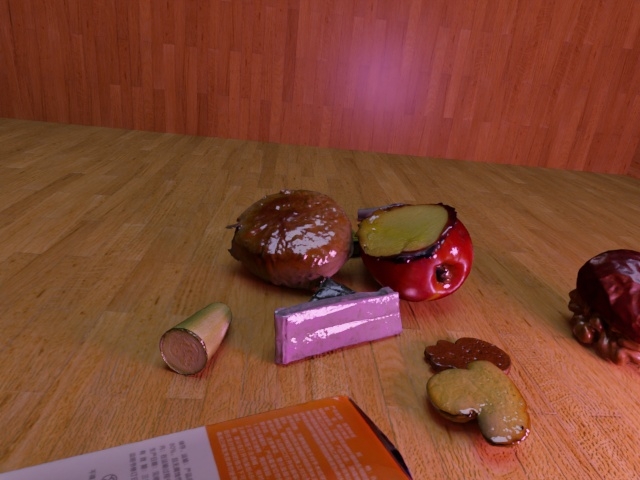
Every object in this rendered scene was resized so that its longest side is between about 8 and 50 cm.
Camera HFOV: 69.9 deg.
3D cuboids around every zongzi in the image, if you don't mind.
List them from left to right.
[{"bbox_3d":[0.030,0.148,1.054,0.109,0.055,0.119,26,46,14],"label":"zongzi"}]

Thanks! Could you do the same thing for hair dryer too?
[{"bbox_3d":[0.218,-0.065,1.605,0.218,0.088,0.225,12,37,30],"label":"hair dryer"}]

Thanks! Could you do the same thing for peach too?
[{"bbox_3d":[0.231,0.038,1.180,0.257,0.201,0.361,-32,25,-16],"label":"peach"}]

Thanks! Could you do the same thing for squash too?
[{"bbox_3d":[-0.225,0.168,0.898,0.094,0.094,0.224,9,16,6],"label":"squash"}]

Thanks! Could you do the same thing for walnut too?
[{"bbox_3d":[0.689,0.161,1.009,0.243,0.222,0.269,-24,30,9],"label":"walnut"}]

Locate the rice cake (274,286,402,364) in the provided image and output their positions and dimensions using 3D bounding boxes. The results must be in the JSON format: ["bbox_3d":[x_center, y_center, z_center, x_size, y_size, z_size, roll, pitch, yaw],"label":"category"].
[{"bbox_3d":[0.040,0.165,0.930,0.297,0.106,0.050,-7,17,-30],"label":"rice cake"}]

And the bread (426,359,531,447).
[{"bbox_3d":[0.261,0.284,0.770,0.149,0.065,0.188,-7,26,-3],"label":"bread"}]

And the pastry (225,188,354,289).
[{"bbox_3d":[-0.065,-0.019,1.195,0.329,0.136,0.330,-3,45,3],"label":"pastry"}]

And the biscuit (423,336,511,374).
[{"bbox_3d":[0.296,0.238,0.924,0.175,0.026,0.124,2,21,-10],"label":"biscuit"}]

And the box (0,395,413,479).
[{"bbox_3d":[-0.097,0.299,0.414,0.341,0.225,0.143,-4,23,-23],"label":"box"}]

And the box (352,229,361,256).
[{"bbox_3d":[0.000,0.000,1.372,0.219,0.064,0.141,-4,27,-20],"label":"box"}]
